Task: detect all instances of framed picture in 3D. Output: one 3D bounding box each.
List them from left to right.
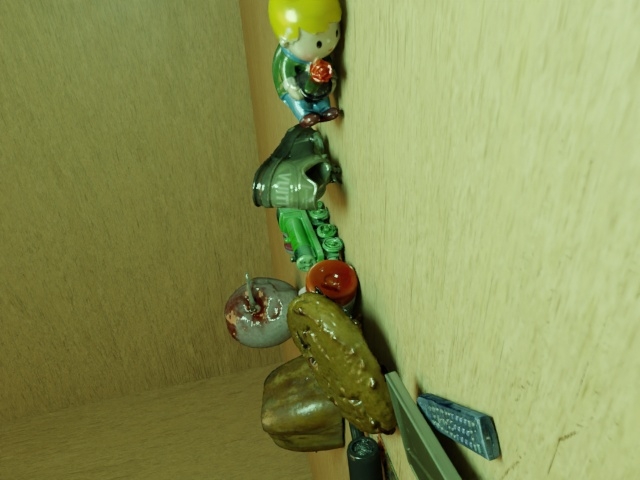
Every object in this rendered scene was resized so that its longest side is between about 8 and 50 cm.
[{"bbox_3d":[0.152,0.317,0.549,0.265,0.018,0.192,-123,16,-64],"label":"framed picture"}]

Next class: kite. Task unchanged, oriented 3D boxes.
[{"bbox_3d":[0.143,0.476,0.861,0.125,0.008,0.222,135,125,-75],"label":"kite"}]

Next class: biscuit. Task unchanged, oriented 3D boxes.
[{"bbox_3d":[0.029,0.227,0.806,0.296,0.075,0.295,46,154,31],"label":"biscuit"}]

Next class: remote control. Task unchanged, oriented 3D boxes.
[{"bbox_3d":[0.152,0.205,0.511,0.152,0.027,0.043,145,119,-77],"label":"remote control"}]

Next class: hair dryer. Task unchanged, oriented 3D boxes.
[{"bbox_3d":[0.083,0.438,0.978,0.255,0.070,0.128,-106,9,-72],"label":"hair dryer"}]

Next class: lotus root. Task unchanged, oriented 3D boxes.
[{"bbox_3d":[-0.058,0.519,1.433,0.316,0.250,0.315,167,90,-90],"label":"lotus root"}]

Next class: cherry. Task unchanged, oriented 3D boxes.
[{"bbox_3d":[-0.213,0.289,1.826,0.327,0.335,0.291,-27,72,35],"label":"cherry"}]

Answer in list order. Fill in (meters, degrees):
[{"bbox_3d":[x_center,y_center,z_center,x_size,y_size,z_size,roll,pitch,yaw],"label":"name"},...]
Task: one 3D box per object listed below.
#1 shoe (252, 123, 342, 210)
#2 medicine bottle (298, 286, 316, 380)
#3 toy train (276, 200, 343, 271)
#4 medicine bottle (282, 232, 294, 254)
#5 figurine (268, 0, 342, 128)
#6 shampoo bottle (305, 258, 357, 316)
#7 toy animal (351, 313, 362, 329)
[{"bbox_3d":[-0.020,-0.145,0.904,0.292,0.149,0.109,-62,-19,-50],"label":"shoe"},{"bbox_3d":[0.002,0.238,1.153,0.095,0.095,0.259,94,162,-51],"label":"medicine bottle"},{"bbox_3d":[-0.027,-0.012,1.021,0.251,0.119,0.084,-112,17,-54],"label":"toy train"},{"bbox_3d":[-0.067,-0.070,1.252,0.090,0.091,0.216,-122,25,-65],"label":"medicine bottle"},{"bbox_3d":[-0.017,-0.308,0.718,0.234,0.128,0.184,131,124,-64],"label":"figurine"},{"bbox_3d":[0.018,0.165,0.968,0.278,0.105,0.104,93,164,-48],"label":"shampoo bottle"},{"bbox_3d":[0.074,0.197,0.874,0.081,0.061,0.083,-57,27,16],"label":"toy animal"}]
